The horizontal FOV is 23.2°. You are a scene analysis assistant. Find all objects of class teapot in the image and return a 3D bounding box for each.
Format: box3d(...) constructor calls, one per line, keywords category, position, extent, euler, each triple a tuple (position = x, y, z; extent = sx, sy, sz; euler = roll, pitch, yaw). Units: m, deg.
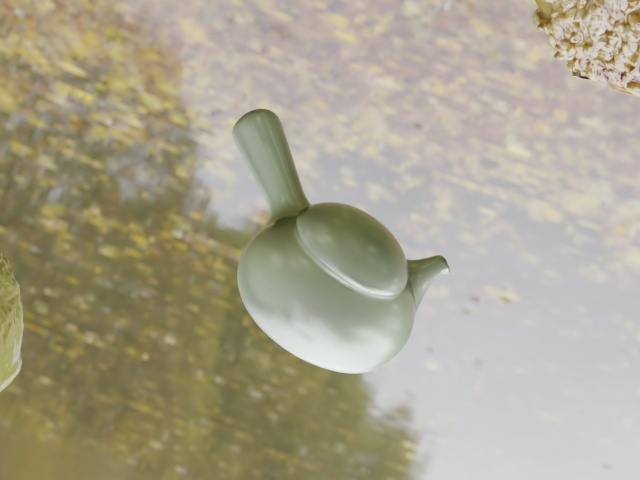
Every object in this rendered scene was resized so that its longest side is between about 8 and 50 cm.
box3d(category="teapot", position=(-0.021, 0.005, 1.732), extent=(0.318, 0.149, 0.220), euler=(39, -153, 10))

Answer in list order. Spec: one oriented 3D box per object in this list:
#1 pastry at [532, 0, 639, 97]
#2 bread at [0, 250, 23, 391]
box3d(category="pastry", position=(0.372, -0.301, 1.746), extent=(0.315, 0.184, 0.284), euler=(-39, 87, 31))
box3d(category="bread", position=(-0.456, 0.075, 1.540), extent=(0.320, 0.237, 0.320), euler=(-9, -168, 2))
